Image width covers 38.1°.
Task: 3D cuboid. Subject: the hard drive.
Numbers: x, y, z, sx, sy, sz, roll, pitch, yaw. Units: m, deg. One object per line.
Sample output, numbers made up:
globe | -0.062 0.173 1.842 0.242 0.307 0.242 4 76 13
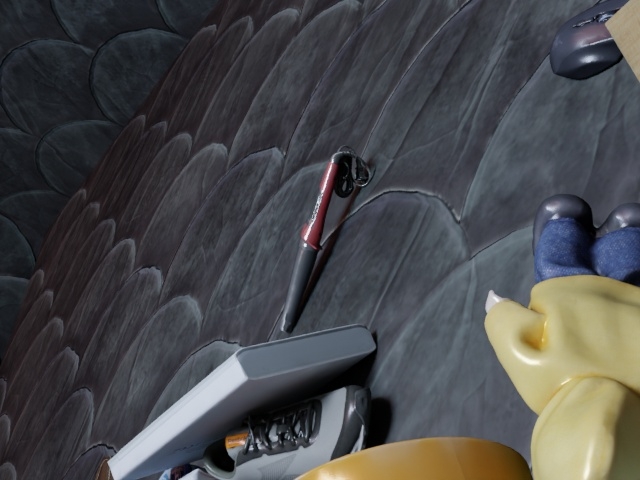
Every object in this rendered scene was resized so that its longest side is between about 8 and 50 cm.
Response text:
hard drive | -0.099 0.199 1.116 0.307 0.203 0.040 -42 65 39

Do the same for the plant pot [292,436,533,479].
plant pot | 0.072 0.267 0.643 0.205 0.205 0.188 -44 43 36

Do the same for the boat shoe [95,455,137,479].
boat shoe | -0.305 0.387 1.231 0.095 0.095 0.257 -55 25 29

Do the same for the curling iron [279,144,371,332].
curling iron | 0.000 0.000 1.287 0.035 0.068 0.274 22 90 65

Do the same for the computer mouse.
computer mouse | 0.312 -0.231 0.904 0.242 0.041 0.071 -32 37 48

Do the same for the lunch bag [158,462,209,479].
lunch bag | -0.196 0.412 1.214 0.219 0.090 0.176 -54 28 23

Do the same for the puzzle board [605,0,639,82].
puzzle board | 0.330 -0.208 0.846 0.128 0.011 0.096 -44 50 36

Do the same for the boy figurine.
boy figurine | 0.205 0.080 0.658 0.285 0.177 0.092 -74 -12 -49

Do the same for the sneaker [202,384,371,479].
sneaker | -0.039 0.234 1.055 0.271 0.108 0.100 -38 32 41

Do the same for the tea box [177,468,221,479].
tea box | -0.174 0.450 0.887 0.329 0.220 0.323 -30 39 28
